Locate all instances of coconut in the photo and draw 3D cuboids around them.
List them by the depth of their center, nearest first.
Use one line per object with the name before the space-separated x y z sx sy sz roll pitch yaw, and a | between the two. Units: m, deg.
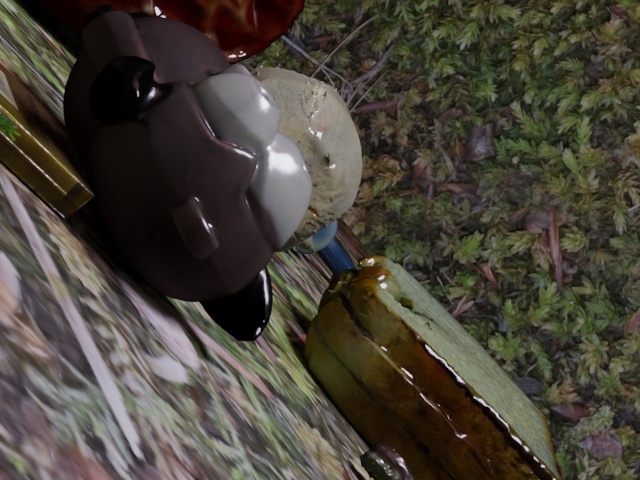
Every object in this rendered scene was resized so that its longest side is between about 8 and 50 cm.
coconut | -0.043 -0.075 1.250 0.161 0.161 0.162 49 10 -19

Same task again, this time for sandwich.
sandwich | 0.094 0.127 1.205 0.249 0.095 0.273 48 9 -3

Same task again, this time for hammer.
hammer | 0.000 0.000 1.742 0.194 0.069 0.116 53 0 -44

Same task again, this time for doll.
doll | -0.086 -0.053 0.840 0.182 0.117 0.257 61 -5 -27

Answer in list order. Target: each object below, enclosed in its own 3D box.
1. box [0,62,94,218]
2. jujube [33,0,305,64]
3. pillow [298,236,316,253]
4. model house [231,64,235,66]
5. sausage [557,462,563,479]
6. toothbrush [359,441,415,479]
box | -0.175 -0.076 0.736 0.133 0.023 0.090 47 3 -35
jujube | -0.177 -0.312 1.260 0.377 0.276 0.276 41 9 -44
pillow | -0.066 -0.073 1.574 0.134 0.078 0.181 49 6 34
model house | -0.160 -0.212 1.735 0.117 0.088 0.167 47 5 -34
sausage | 0.269 0.298 1.822 0.087 0.079 0.326 35 0 10
toothbrush | 0.145 0.274 0.905 0.364 0.041 0.041 51 4 15
